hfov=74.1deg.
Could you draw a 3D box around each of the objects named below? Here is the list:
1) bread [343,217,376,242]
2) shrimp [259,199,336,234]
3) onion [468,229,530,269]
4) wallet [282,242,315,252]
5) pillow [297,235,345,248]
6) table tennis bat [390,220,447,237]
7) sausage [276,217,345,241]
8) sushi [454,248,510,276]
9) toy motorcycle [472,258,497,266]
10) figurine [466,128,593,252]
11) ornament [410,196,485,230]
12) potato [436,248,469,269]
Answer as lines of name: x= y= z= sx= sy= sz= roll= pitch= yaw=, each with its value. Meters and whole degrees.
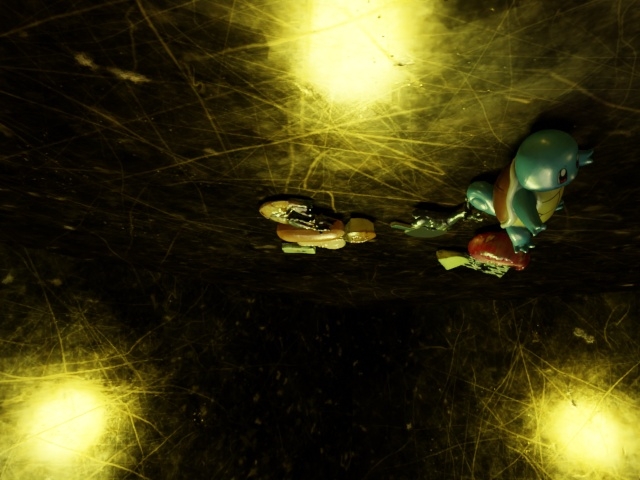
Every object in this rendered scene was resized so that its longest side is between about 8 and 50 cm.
bread: x=0.158 y=-0.037 z=1.701 sx=0.125 sy=0.086 sz=0.156 roll=-2 pitch=167 yaw=-5
shrimp: x=-0.080 y=-0.105 z=1.561 sx=0.289 sy=0.075 sz=0.178 roll=16 pitch=161 yaw=1
onion: x=0.740 y=0.038 z=1.757 sx=0.247 sy=0.161 sz=0.248 roll=11 pitch=160 yaw=4
wallet: x=-0.106 y=0.034 z=2.071 sx=0.155 sy=0.040 sz=0.110 roll=1 pitch=167 yaw=6
pillow: x=0.000 y=0.000 z=1.939 sx=0.232 sy=0.043 sz=0.126 roll=4 pitch=159 yaw=3
table tennis bat: x=0.404 y=-0.046 z=1.761 sx=0.274 sy=0.021 sz=0.154 roll=10 pitch=162 yaw=-30
sausage: x=-0.039 y=-0.042 z=1.696 sx=0.274 sy=0.105 sz=0.105 roll=-2 pitch=163 yaw=13
sushi: x=0.813 y=0.098 z=2.143 sx=0.263 sy=0.050 sz=0.290 roll=19 pitch=171 yaw=20
toy motorcycle: x=0.790 y=0.065 z=1.946 sx=0.190 sy=0.106 sz=0.074 roll=-2 pitch=-172 yaw=-2
figurine: x=0.573 y=-0.133 z=1.150 sx=0.298 sy=0.243 sz=0.416 roll=-40 pitch=173 yaw=-12
ornament: x=0.456 y=-0.098 z=1.479 sx=0.202 sy=0.080 sz=0.236 roll=7 pitch=166 yaw=-27
potato: x=0.635 y=0.068 z=2.057 sx=0.120 sy=0.081 sz=0.149 roll=-26 pitch=145 yaw=23
